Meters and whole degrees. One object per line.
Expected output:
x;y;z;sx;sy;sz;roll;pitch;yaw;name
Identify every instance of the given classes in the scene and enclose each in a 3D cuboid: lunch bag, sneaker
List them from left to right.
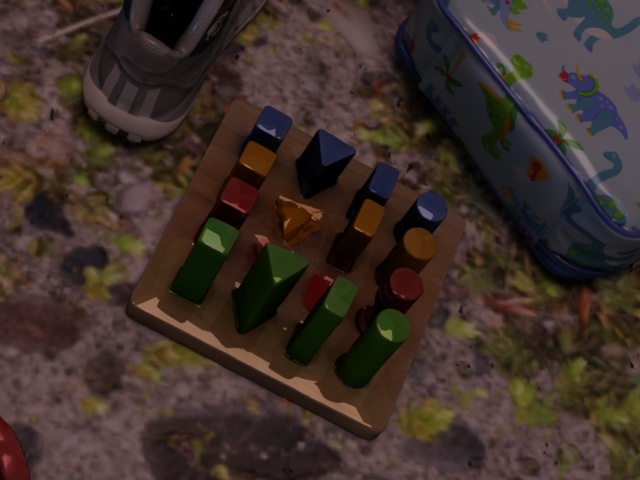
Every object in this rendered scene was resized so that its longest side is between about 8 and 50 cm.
-0.060;-0.172;1.057;0.086;0.132;0.228;25;57;-7;sneaker
0.170;-0.094;1.130;0.176;0.090;0.219;-30;77;-30;lunch bag

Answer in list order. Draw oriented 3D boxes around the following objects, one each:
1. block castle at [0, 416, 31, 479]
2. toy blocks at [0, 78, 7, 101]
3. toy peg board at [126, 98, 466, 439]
-0.381;0.112;0.734;0.453;0.213;0.303;-28;76;-30;block castle
-0.218;-0.048;0.937;0.123;0.148;0.054;-23;33;-37;toy blocks
0.000;0.000;1.020;0.161;0.079;0.160;28;57;-5;toy peg board
